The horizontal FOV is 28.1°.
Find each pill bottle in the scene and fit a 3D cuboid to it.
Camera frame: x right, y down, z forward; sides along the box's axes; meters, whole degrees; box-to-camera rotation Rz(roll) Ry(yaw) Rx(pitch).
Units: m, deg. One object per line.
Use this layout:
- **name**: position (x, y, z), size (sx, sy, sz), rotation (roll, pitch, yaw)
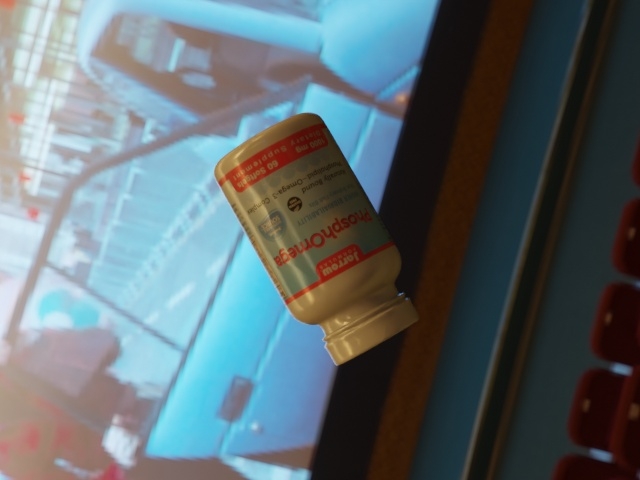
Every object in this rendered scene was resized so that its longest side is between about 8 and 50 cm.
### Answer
- **pill bottle**: position (0.000, 0.000, 0.873), size (0.160, 0.087, 0.087), rotation (60, 170, 4)
